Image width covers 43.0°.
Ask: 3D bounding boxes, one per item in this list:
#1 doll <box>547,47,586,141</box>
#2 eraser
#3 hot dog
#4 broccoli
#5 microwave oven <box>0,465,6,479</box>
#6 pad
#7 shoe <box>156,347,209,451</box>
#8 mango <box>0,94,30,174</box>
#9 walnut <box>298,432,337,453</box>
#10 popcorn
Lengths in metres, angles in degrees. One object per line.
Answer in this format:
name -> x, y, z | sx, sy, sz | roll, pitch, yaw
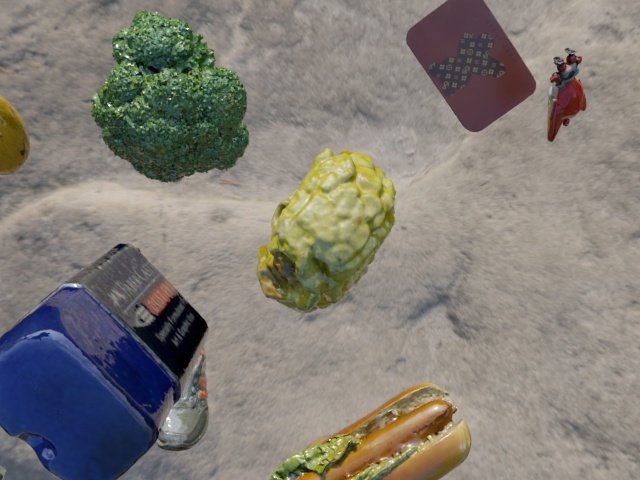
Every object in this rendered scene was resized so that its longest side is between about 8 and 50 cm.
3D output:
doll -> 0.445, -0.267, 1.467 | 0.109, 0.169, 0.057 | -42, 58, -17
eraser -> -0.203, 0.100, 0.782 | 0.102, 0.332, 0.155 | -41, 98, 5
hot dog -> 0.042, 0.315, 1.092 | 0.337, 0.100, 0.135 | -34, 50, 7
broccoli -> -0.337, -0.293, 1.822 | 0.321, 0.310, 0.413 | -41, 128, -2
microwave oven -> -0.662, 0.401, 1.369 | 0.122, 0.162, 0.208 | -32, 115, 17
pad -> 0.317, -0.375, 1.708 | 0.181, 0.004, 0.267 | -36, 101, 10
shoe -> -0.314, 0.315, 1.864 | 0.133, 0.336, 0.170 | 5, 125, -10
mango -> -0.747, -0.246, 1.820 | 0.157, 0.262, 0.109 | -38, 56, -8
walnut -> 0.046, 0.534, 1.624 | 0.285, 0.296, 0.285 | 8, 103, 35
popcorn -> 0.000, 0.000, 1.240 | 0.174, 0.225, 0.285 | 34, 106, 3
